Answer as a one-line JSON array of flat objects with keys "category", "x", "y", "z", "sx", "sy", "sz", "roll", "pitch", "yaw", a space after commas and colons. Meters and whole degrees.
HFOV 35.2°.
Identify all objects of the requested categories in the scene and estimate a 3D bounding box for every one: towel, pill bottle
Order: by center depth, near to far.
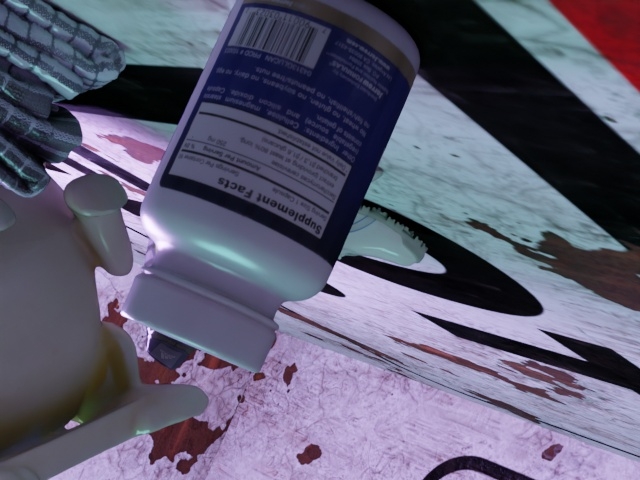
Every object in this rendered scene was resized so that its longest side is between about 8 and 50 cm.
[{"category": "pill bottle", "x": -0.026, "y": -0.029, "z": 0.472, "sx": 0.094, "sy": 0.169, "sz": 0.094, "roll": 23, "pitch": 172, "yaw": 4}, {"category": "towel", "x": -0.311, "y": -0.140, "z": 0.712, "sx": 0.284, "sy": 0.121, "sz": 0.235, "roll": 29, "pitch": 171, "yaw": -32}]

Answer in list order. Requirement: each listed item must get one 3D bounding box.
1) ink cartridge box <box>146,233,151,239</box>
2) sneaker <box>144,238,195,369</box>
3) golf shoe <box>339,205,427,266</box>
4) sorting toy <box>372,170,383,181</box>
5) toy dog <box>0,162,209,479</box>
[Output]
[{"category": "ink cartridge box", "x": -0.093, "y": -0.013, "z": 1.009, "sx": 0.143, "sy": 0.092, "sz": 0.090, "roll": 26, "pitch": 172, "yaw": -9}, {"category": "sneaker", "x": -0.167, "y": 0.032, "z": 1.158, "sx": 0.111, "sy": 0.121, "sz": 0.300, "roll": 27, "pitch": -161, "yaw": -17}, {"category": "golf shoe", "x": 0.000, "y": 0.000, "z": 0.865, "sx": 0.176, "sy": 0.086, "sz": 0.069, "roll": 21, "pitch": 169, "yaw": 6}, {"category": "sorting toy", "x": 0.004, "y": -0.050, "z": 0.736, "sx": 0.083, "sy": 0.044, "sz": 0.075, "roll": 29, "pitch": 151, "yaw": -31}, {"category": "toy dog", "x": -0.337, "y": 0.024, "z": 1.005, "sx": 0.285, "sy": 0.407, "sz": 0.395, "roll": -19, "pitch": -175, "yaw": -35}]
